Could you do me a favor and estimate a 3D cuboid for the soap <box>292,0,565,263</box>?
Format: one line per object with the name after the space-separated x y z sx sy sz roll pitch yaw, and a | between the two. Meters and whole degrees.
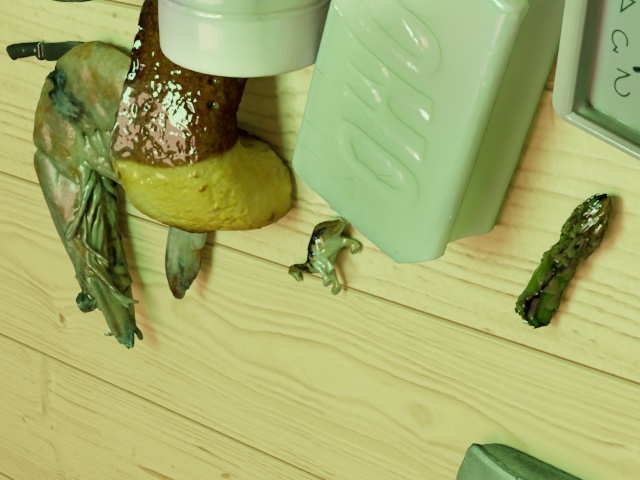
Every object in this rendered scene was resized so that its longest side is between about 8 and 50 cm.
0.084 -0.129 1.399 0.173 0.095 0.289 42 140 24 | soap

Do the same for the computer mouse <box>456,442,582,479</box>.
0.189 0.250 1.546 0.229 0.068 0.113 18 125 44 | computer mouse

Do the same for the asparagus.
0.197 0.016 1.412 0.036 0.030 0.165 57 146 23 | asparagus

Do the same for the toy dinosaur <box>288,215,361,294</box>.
0.009 0.012 1.638 0.058 0.037 0.180 49 144 9 | toy dinosaur

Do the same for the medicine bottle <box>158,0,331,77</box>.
-0.061 -0.274 1.419 0.152 0.152 0.254 26 127 39 | medicine bottle

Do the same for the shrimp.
-0.205 -0.035 1.849 0.247 0.085 0.360 20 124 35 | shrimp

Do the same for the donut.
-0.108 -0.114 1.613 0.112 0.151 0.295 12 122 36 | donut

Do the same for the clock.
0.259 -0.120 1.215 0.197 0.063 0.150 33 137 34 | clock

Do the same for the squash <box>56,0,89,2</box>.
-0.232 -0.319 1.600 0.218 0.172 0.218 37 168 9 | squash

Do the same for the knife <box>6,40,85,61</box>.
-0.290 -0.204 1.888 0.170 0.010 0.023 4 115 48 | knife
